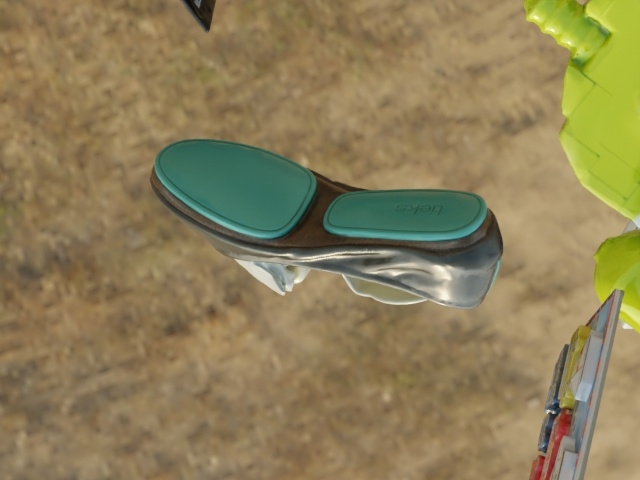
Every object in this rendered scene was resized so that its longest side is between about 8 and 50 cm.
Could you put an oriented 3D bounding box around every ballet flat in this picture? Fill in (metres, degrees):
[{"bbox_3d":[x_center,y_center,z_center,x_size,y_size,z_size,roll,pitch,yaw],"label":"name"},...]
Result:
[{"bbox_3d":[0.000,0.000,1.445,0.095,0.280,0.096,-52,145,-40],"label":"ballet flat"}]

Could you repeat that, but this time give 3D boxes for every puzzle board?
[{"bbox_3d":[0.094,0.090,0.786,0.011,0.128,0.096,14,162,1],"label":"puzzle board"}]

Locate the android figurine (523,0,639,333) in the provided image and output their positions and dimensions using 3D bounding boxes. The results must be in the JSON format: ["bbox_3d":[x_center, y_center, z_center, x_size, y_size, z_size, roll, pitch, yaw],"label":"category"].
[{"bbox_3d":[0.214,-0.047,0.820,0.273,0.056,0.248,38,116,-3],"label":"android figurine"}]

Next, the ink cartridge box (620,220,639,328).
[{"bbox_3d":[0.397,-0.002,1.972,0.154,0.093,0.212,3,144,-15],"label":"ink cartridge box"}]

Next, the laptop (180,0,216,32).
[{"bbox_3d":[-0.219,-0.328,1.848,0.264,0.234,0.136,6,130,1],"label":"laptop"}]
